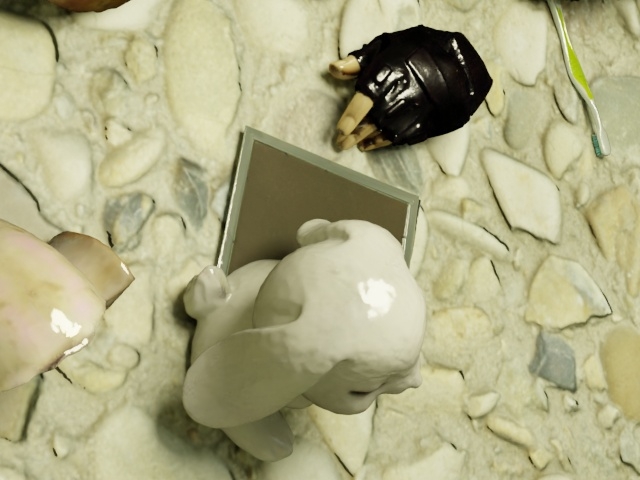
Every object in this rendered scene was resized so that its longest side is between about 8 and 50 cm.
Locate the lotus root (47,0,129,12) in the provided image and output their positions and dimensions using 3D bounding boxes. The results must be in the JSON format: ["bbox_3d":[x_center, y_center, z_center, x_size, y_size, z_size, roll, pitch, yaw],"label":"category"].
[{"bbox_3d":[-0.287,-0.417,1.356,0.390,0.111,0.375,29,51,-41],"label":"lotus root"}]

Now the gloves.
[{"bbox_3d":[0.094,-0.174,1.607,0.164,0.124,0.203,42,48,3],"label":"gloves"}]

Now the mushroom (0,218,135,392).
[{"bbox_3d":[-0.292,0.039,1.247,0.236,0.162,0.173,-39,102,-37],"label":"mushroom"}]

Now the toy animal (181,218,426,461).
[{"bbox_3d":[-0.008,0.085,1.357,0.206,0.265,0.272,47,64,-16],"label":"toy animal"}]

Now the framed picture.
[{"bbox_3d":[0.000,0.000,1.549,0.252,0.014,0.197,21,67,-29],"label":"framed picture"}]

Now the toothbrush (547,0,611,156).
[{"bbox_3d":[0.347,-0.239,1.844,0.022,0.026,0.263,-15,87,-27],"label":"toothbrush"}]
